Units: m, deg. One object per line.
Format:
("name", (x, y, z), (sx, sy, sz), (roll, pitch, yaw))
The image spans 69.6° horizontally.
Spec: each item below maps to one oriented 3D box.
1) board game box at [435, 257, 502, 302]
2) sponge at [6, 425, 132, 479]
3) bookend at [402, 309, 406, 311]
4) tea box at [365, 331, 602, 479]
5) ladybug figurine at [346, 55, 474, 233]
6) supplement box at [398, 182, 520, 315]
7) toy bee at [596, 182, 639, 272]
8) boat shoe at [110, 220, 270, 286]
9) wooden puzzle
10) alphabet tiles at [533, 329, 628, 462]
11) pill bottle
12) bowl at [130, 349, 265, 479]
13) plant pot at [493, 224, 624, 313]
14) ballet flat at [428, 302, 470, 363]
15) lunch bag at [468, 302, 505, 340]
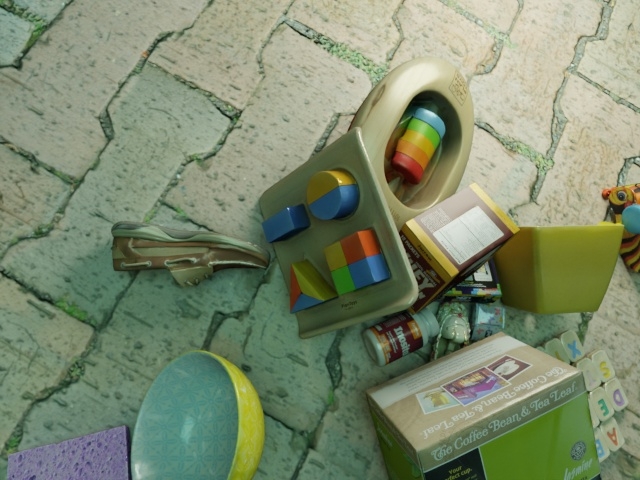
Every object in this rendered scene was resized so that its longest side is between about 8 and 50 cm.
("board game box", (0.310, 0.069, 1.050), (0.170, 0.048, 0.141), (3, 59, -8))
("sponge", (-0.460, 0.428, 0.848), (0.210, 0.031, 0.117), (-11, 57, -10))
("bookend", (0.091, 0.091, 1.014), (0.156, 0.072, 0.157), (-7, 78, -12))
("tea box", (0.304, 0.399, 0.860), (0.329, 0.220, 0.323), (-18, 103, -14))
("ladybug figurine", (0.182, -0.204, 1.024), (0.305, 0.162, 0.449), (41, 73, -28))
("supplement box", (0.247, 0.020, 0.926), (0.194, 0.191, 0.129), (-28, 70, -24))
("toy bee", (0.789, -0.077, 1.147), (0.195, 0.162, 0.298), (11, 101, -15))
("boat shoe", (-0.267, 0.038, 0.950), (0.324, 0.123, 0.116), (8, 83, -1))
("wooden puzzle", (0.000, 0.000, 0.901), (0.080, 0.322, 0.348), (-5, 74, -44))
("alphabet tiles", (0.576, 0.355, 1.033), (0.284, 0.021, 0.278), (-15, 81, -26))
("pill bottle", (0.175, 0.204, 0.996), (0.152, 0.086, 0.086), (-22, 82, -13))
("bowl", (-0.195, 0.360, 0.846), (0.156, 0.289, 0.289), (29, 69, -46))
("plant pot", (0.510, 0.061, 1.035), (0.212, 0.212, 0.187), (-1, 91, -10))
("ballet flat", (0.289, 0.242, 1.012), (0.091, 0.077, 0.241), (15, 75, -4))
("lunch bag", (0.379, 0.190, 1.051), (0.071, 0.053, 0.083), (10, 79, -1))
